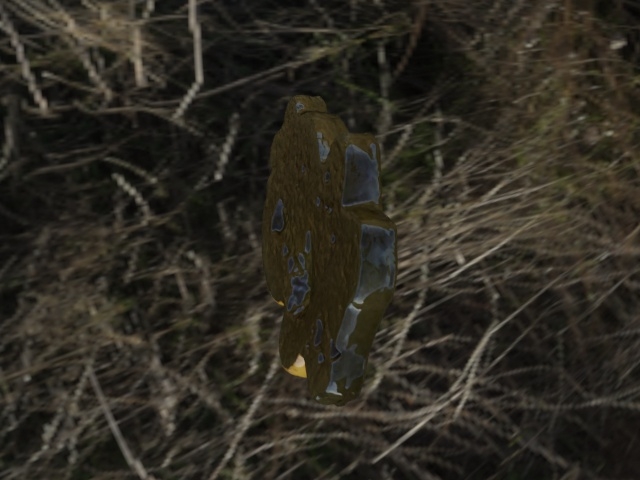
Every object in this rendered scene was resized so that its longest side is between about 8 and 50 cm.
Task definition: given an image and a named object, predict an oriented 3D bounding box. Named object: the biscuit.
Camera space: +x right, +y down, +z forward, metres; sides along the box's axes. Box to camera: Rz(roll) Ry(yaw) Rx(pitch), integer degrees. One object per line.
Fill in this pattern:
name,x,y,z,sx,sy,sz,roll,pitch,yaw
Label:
biscuit,0.003,0.000,1.020,0.035,0.249,0.184,6,116,-19
